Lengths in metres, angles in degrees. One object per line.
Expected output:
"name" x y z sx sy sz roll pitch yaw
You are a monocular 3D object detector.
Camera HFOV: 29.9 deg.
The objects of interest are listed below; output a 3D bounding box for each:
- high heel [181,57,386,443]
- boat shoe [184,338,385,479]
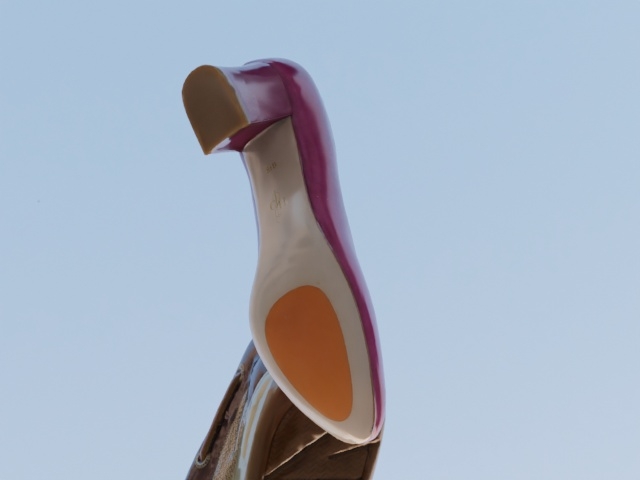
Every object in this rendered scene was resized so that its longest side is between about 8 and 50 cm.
"high heel" 0.000 0.000 0.734 0.082 0.117 0.244 -34 -103 32
"boat shoe" -0.058 0.216 0.830 0.123 0.123 0.342 7 -74 -30
